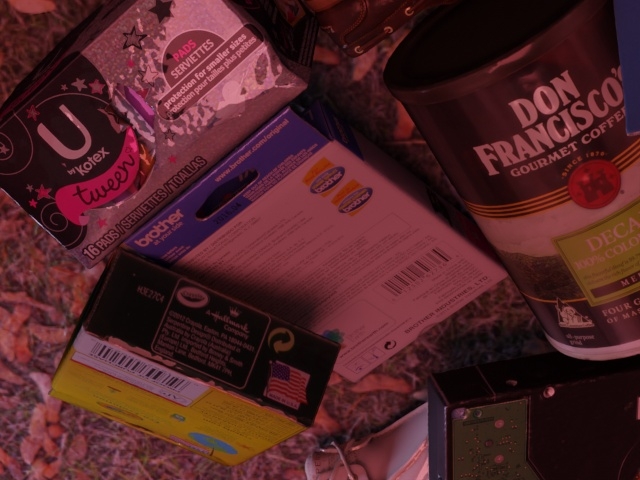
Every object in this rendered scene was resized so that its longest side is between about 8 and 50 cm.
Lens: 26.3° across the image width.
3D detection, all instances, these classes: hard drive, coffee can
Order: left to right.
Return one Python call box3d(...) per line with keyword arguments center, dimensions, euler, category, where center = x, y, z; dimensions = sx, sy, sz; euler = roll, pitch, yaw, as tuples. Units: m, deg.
box3d(center=(0.206, -0.071, 1.100), dimensions=(0.201, 0.201, 0.275), euler=(-28, 113, 17), category="coffee can")
box3d(center=(0.267, 0.206, 1.268), dimensions=(0.338, 0.064, 0.237), euler=(-10, 117, -11), category="hard drive")

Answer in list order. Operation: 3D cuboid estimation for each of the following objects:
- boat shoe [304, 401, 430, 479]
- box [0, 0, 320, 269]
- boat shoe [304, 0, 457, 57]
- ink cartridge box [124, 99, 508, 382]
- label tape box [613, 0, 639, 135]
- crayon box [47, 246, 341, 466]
box3d(center=(0.026, 0.242, 1.333), dimensions=(0.096, 0.098, 0.277), euler=(36, 115, -15), category="boat shoe")
box3d(center=(-0.140, -0.126, 1.115), dimensions=(0.247, 0.163, 0.142), euler=(-39, 108, 21), category="box")
box3d(center=(0.088, -0.222, 1.105), dimensions=(0.207, 0.073, 0.073), euler=(-28, 114, 25), category="boat shoe")
box3d(center=(0.000, 0.000, 1.163), dimensions=(0.185, 0.065, 0.311), euler=(-37, 137, 20), category="ink cartridge box")
box3d(center=(0.338, -0.220, 0.862), dimensions=(0.333, 0.241, 0.106), euler=(-12, 140, 20), category="label tape box")
box3d(center=(-0.127, 0.117, 1.222), dimensions=(0.202, 0.081, 0.318), euler=(24, 159, -10), category="crayon box")
